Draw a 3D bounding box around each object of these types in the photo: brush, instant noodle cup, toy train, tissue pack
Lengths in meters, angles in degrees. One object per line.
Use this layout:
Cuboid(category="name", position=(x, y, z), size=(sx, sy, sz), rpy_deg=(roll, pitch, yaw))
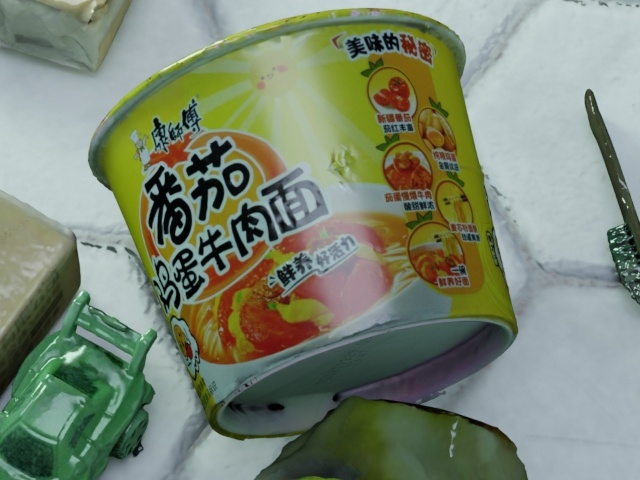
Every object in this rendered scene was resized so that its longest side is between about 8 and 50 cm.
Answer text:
Cuboid(category="brush", position=(0.216, -0.024, 1.251), size=(0.028, 0.034, 0.190), rpy_deg=(-16, 64, 5))
Cuboid(category="instant noodle cup", position=(0.000, 0.000, 1.100), size=(0.264, 0.264, 0.200), rpy_deg=(-13, 69, -11))
Cuboid(category="toy train", position=(-0.171, 0.118, 1.114), size=(0.099, 0.081, 0.149), rpy_deg=(29, 63, 10))
Cuboid(category="tissue pack", position=(-0.217, -0.252, 1.306), size=(0.186, 0.090, 0.222), rpy_deg=(17, 63, 2))

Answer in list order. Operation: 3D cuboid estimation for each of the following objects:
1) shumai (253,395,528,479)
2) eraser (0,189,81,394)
Cuboid(category="shumai", position=(0.033, 0.235, 1.038), size=(0.309, 0.304, 0.263), rpy_deg=(21, 28, 9))
Cuboid(category="eraser", position=(-0.305, 0.107, 1.112), size=(0.144, 0.078, 0.343), rpy_deg=(29, 64, 11))
